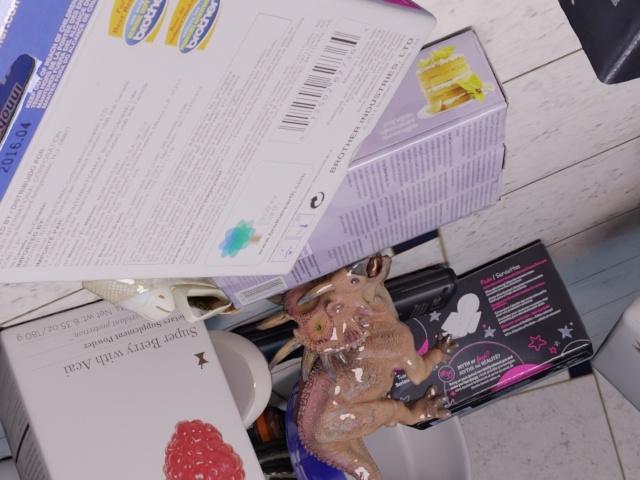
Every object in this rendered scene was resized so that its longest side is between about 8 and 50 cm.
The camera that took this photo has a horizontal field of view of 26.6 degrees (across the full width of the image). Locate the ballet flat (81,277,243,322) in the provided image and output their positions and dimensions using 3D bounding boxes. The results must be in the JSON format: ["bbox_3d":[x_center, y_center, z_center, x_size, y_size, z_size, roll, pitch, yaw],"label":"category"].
[{"bbox_3d":[-0.122,0.042,1.128,0.057,0.052,0.168,-33,160,37],"label":"ballet flat"}]

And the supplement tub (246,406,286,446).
[{"bbox_3d":[-0.097,0.307,1.958,0.198,0.106,0.106,-25,164,9],"label":"supplement tub"}]

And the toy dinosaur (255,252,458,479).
[{"bbox_3d":[0.022,0.129,1.308,0.127,0.296,0.200,22,-157,40],"label":"toy dinosaur"}]

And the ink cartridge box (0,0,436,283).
[{"bbox_3d":[-0.080,-0.067,0.692,0.311,0.065,0.186,-3,128,-56],"label":"ink cartridge box"}]

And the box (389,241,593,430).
[{"bbox_3d":[0.198,0.123,1.692,0.247,0.142,0.163,-24,166,7],"label":"box"}]

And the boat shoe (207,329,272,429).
[{"bbox_3d":[-0.135,0.167,1.442,0.340,0.127,0.158,-26,172,42],"label":"boat shoe"}]

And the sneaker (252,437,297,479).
[{"bbox_3d":[-0.096,0.384,1.874,0.410,0.158,0.182,3,126,0],"label":"sneaker"}]

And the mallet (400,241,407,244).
[{"bbox_3d":[0.000,0.000,1.209,0.189,0.039,0.062,-16,164,-10],"label":"mallet"}]

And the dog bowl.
[{"bbox_3d":[0.079,0.268,1.778,0.104,0.265,0.265,-30,163,32],"label":"dog bowl"}]

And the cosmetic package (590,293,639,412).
[{"bbox_3d":[0.587,0.099,1.613,0.393,0.329,0.327,-42,167,-7],"label":"cosmetic package"}]

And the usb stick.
[{"bbox_3d":[0.025,0.087,1.510,0.278,0.045,0.077,-16,156,-21],"label":"usb stick"}]

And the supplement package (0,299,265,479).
[{"bbox_3d":[-0.161,0.212,1.200,0.177,0.293,0.175,-17,164,-23],"label":"supplement package"}]

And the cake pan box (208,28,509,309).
[{"bbox_3d":[0.019,-0.041,1.036,0.245,0.070,0.267,-21,164,1],"label":"cake pan box"}]

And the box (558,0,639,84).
[{"bbox_3d":[0.113,-0.181,0.433,0.108,0.207,0.153,-19,165,-14],"label":"box"}]

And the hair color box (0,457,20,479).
[{"bbox_3d":[-0.390,0.358,1.587,0.347,0.174,0.105,-12,162,-34],"label":"hair color box"}]
